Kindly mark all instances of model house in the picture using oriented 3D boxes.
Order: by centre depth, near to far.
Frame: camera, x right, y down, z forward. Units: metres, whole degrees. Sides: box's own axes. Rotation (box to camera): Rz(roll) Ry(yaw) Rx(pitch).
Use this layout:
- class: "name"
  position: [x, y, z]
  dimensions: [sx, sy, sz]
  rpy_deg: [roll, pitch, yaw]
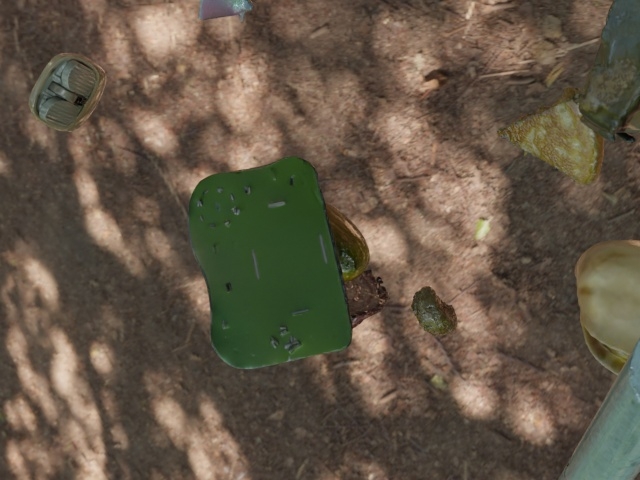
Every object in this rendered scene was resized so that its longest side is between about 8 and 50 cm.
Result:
- class: "model house"
  position: [-0.074, 0.042, 1.139]
  dimensions: [0.206, 0.154, 0.294]
  rpy_deg: [-12, 80, 1]

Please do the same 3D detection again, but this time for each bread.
- class: "bread"
  position: [0.221, 0.146, 1.445]
  dimensions: [0.060, 0.082, 0.113]
  rpy_deg: [-30, 130, 23]

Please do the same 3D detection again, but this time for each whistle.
- class: "whistle"
  position: [0.281, 0.188, 0.701]
  dimensions: [0.062, 0.062, 0.312]
  rpy_deg: [27, 142, 22]

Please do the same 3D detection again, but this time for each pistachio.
- class: "pistachio"
  position: [0.570, 0.126, 1.287]
  dimensions: [0.238, 0.229, 0.321]
  rpy_deg: [-36, 47, -1]

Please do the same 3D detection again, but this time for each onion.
- class: "onion"
  position: [-0.003, 0.144, 1.631]
  dimensions: [0.280, 0.314, 0.146]
  rpy_deg: [17, 112, 13]

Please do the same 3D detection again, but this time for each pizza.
- class: "pizza"
  position: [0.413, -0.194, 1.337]
  dimensions: [0.198, 0.062, 0.188]
  rpy_deg: [16, 135, 39]

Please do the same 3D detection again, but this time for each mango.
- class: "mango"
  position: [0.002, -0.003, 1.553]
  dimensions: [0.254, 0.175, 0.139]
  rpy_deg: [35, 120, 26]

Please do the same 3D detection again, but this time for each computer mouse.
- class: "computer mouse"
  position: [-0.460, -0.271, 1.379]
  dimensions: [0.082, 0.236, 0.145]
  rpy_deg: [32, 91, -8]

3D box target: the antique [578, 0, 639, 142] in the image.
- class: "antique"
  position: [0.486, -0.278, 1.084]
  dimensions: [0.150, 0.125, 0.284]
  rpy_deg: [51, 136, 42]

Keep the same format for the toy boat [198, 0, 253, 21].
- class: "toy boat"
  position: [0.013, -0.278, 0.694]
  dimensions: [0.134, 0.298, 0.092]
  rpy_deg: [57, 150, 27]
